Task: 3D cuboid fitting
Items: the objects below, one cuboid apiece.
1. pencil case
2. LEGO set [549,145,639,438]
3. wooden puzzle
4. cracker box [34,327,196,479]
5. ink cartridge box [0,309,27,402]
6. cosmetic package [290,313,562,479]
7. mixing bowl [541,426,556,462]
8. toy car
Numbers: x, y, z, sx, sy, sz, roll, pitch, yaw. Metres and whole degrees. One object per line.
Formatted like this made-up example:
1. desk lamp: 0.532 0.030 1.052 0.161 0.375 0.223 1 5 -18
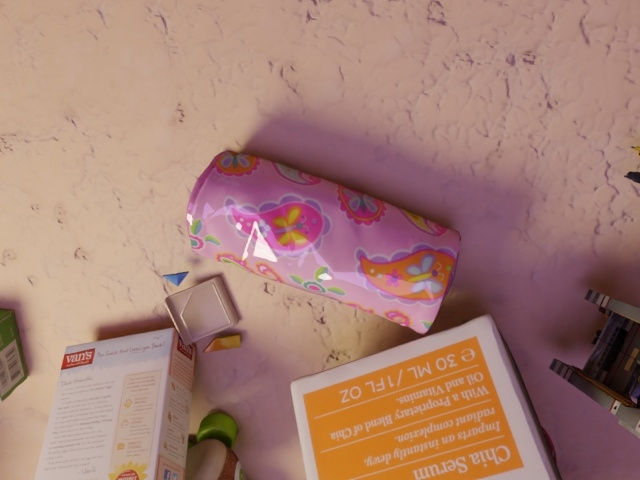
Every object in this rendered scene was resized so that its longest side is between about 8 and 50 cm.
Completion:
1. pencil case: 0.000 0.000 0.612 0.284 0.124 0.124 18 112 3
2. LEGO set: 0.385 0.076 0.557 0.255 0.192 0.331 16 95 -6
3. wooden puzzle: -0.144 0.086 0.709 0.079 0.014 0.116 -17 106 -11
4. cracker box: -0.237 0.229 0.678 0.156 0.232 0.067 -11 145 14
5. ink cartridge box: -0.513 0.148 0.777 0.210 0.062 0.108 3 111 9
6. cosmetic package: 0.139 0.326 0.535 0.230 0.452 0.161 -23 148 14
7. mixing bowl: 0.199 0.300 0.699 0.182 0.098 0.181 3 111 9
8. toy car: -0.124 0.353 0.750 0.149 0.155 0.188 -37 110 20
